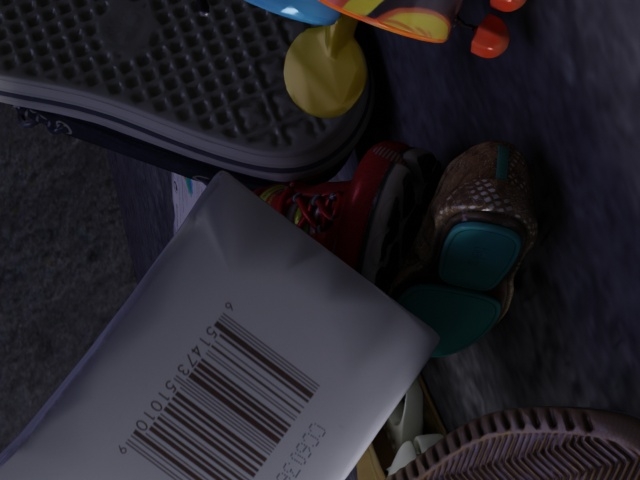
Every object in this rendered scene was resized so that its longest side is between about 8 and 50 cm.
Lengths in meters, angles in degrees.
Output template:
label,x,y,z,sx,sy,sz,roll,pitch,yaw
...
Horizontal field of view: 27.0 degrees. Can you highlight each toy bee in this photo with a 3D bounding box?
label,x,y,z,sx,sy,sz,roll,pitch,yaw
toy bee,0.027,-0.144,0.723,0.298,0.162,0.195,-69,1,-49

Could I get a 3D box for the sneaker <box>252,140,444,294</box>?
label,x,y,z,sx,sy,sz,roll,pitch,yaw
sneaker,0.000,0.000,0.905,0.107,0.118,0.279,-60,-1,-21

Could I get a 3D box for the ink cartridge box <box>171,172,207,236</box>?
label,x,y,z,sx,sy,sz,roll,pitch,yaw
ink cartridge box,-0.079,0.032,1.286,0.311,0.065,0.186,-125,31,-57

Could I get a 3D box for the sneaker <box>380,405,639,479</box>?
label,x,y,z,sx,sy,sz,roll,pitch,yaw
sneaker,0.114,0.153,0.711,0.282,0.153,0.099,-31,64,44

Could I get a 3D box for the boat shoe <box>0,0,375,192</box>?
label,x,y,z,sx,sy,sz,roll,pitch,yaw
boat shoe,-0.188,-0.164,1.050,0.156,0.500,0.187,68,-134,-73

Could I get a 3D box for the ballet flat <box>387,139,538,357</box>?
label,x,y,z,sx,sy,sz,roll,pitch,yaw
ballet flat,0.085,0.006,0.778,0.206,0.073,0.067,115,169,-64

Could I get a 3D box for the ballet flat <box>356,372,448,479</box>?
label,x,y,z,sx,sy,sz,roll,pitch,yaw
ballet flat,0.060,0.146,0.941,0.232,0.080,0.073,-118,32,-50

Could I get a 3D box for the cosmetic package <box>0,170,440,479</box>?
label,x,y,z,sx,sy,sz,roll,pitch,yaw
cosmetic package,-0.080,0.112,0.853,0.156,0.217,0.385,38,167,-3
